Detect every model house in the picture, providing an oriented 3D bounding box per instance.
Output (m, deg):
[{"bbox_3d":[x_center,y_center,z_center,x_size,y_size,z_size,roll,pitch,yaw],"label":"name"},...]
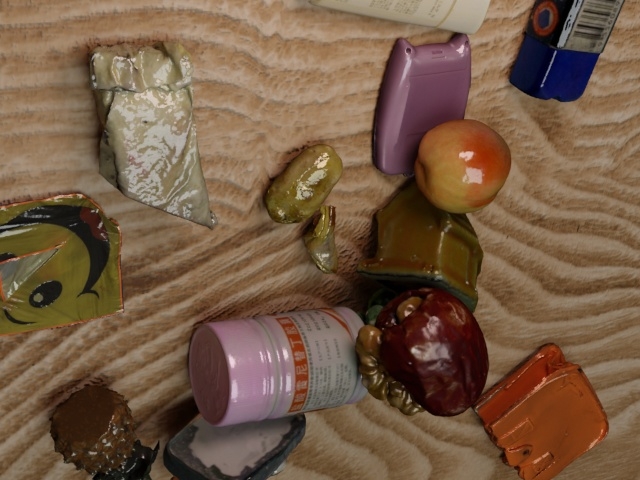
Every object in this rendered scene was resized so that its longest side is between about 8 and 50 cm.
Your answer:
[{"bbox_3d":[-0.177,0.473,1.878,0.271,0.190,0.301,-39,152,-44],"label":"model house"},{"bbox_3d":[0.228,0.004,1.864,0.268,0.173,0.239,32,64,-47],"label":"model house"}]

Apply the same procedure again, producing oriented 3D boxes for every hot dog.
[{"bbox_3d":[-0.001,-0.001,1.763,0.061,0.078,0.169,6,127,12],"label":"hot dog"}]

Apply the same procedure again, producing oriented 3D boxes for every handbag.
[{"bbox_3d":[0.593,0.478,2.448,0.303,0.116,0.410,-40,133,-2],"label":"handbag"}]

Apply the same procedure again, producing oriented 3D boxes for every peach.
[{"bbox_3d":[0.261,-0.138,1.717,0.184,0.184,0.184,-17,129,-22],"label":"peach"}]

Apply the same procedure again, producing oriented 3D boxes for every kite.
[{"bbox_3d":[-0.478,0.059,1.540,0.327,0.013,0.377,-43,136,2],"label":"kite"}]

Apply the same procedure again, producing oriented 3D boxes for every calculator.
[{"bbox_3d":[0.193,-0.242,1.730,0.194,0.043,0.294,-12,129,-26],"label":"calculator"}]

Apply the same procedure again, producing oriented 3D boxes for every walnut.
[{"bbox_3d":[0.199,0.228,1.751,0.244,0.221,0.269,-38,115,-6],"label":"walnut"}]

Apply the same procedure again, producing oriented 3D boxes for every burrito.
[{"bbox_3d":[-0.271,-0.157,1.459,0.175,0.107,0.348,-10,126,-7],"label":"burrito"}]

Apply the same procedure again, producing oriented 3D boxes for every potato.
[{"bbox_3d":[-0.029,-0.099,1.668,0.170,0.080,0.107,-48,146,4],"label":"potato"}]

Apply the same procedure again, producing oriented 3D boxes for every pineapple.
[{"bbox_3d":[-0.389,0.421,1.772,0.165,0.165,0.365,-29,138,-11],"label":"pineapple"}]

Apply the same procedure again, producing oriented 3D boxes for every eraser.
[{"bbox_3d":[0.486,-0.432,1.742,0.154,0.101,0.332,-2,123,-33],"label":"eraser"}]

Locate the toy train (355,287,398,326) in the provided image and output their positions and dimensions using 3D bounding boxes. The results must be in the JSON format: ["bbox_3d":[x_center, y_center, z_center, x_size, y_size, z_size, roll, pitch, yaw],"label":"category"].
[{"bbox_3d":[0.165,0.221,1.972,0.188,0.159,0.271,-46,138,10],"label":"toy train"}]

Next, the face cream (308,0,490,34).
[{"bbox_3d":[0.149,-0.448,1.527,0.348,0.081,0.174,1,120,-33],"label":"face cream"}]

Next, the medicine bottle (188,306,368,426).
[{"bbox_3d":[-0.075,0.242,1.797,0.315,0.202,0.202,-5,124,-30],"label":"medicine bottle"}]
